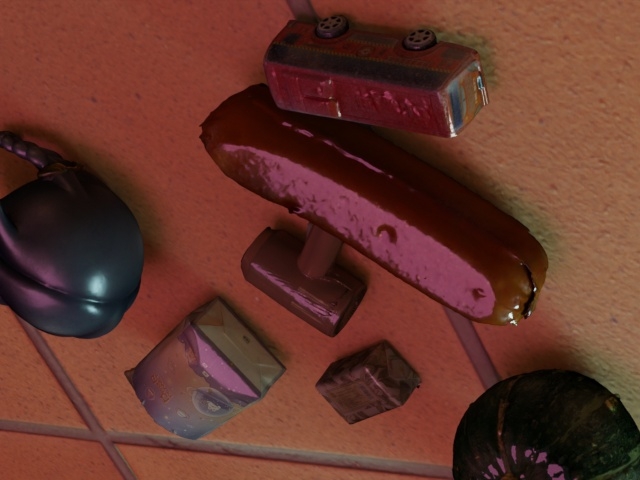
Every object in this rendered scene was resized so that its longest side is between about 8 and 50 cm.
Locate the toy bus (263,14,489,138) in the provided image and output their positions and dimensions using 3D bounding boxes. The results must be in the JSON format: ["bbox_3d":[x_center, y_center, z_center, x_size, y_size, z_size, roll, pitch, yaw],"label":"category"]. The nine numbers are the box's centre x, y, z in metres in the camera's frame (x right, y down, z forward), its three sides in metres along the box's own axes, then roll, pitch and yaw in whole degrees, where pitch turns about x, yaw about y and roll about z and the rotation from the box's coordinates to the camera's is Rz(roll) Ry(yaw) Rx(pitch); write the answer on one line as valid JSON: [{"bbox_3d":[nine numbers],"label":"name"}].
[{"bbox_3d":[0.041,-0.133,1.384,0.192,0.077,0.065,12,136,34],"label":"toy bus"}]

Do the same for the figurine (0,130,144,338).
[{"bbox_3d":[-0.309,-0.001,1.764,0.265,0.175,0.197,24,137,8],"label":"figurine"}]

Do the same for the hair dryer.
[{"bbox_3d":[0.000,0.000,1.586,0.117,0.064,0.181,35,136,10],"label":"hair dryer"}]

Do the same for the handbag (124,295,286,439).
[{"bbox_3d":[-0.126,0.142,1.821,0.117,0.095,0.173,49,136,-2],"label":"handbag"}]

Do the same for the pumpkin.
[{"bbox_3d":[0.206,0.206,1.535,0.190,0.146,0.190,40,146,35],"label":"pumpkin"}]

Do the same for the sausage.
[{"bbox_3d":[0.048,-0.038,1.460,0.330,0.102,0.102,30,143,7],"label":"sausage"}]

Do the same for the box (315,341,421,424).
[{"bbox_3d":[0.047,0.144,1.700,0.062,0.045,0.098,49,145,-13],"label":"box"}]
